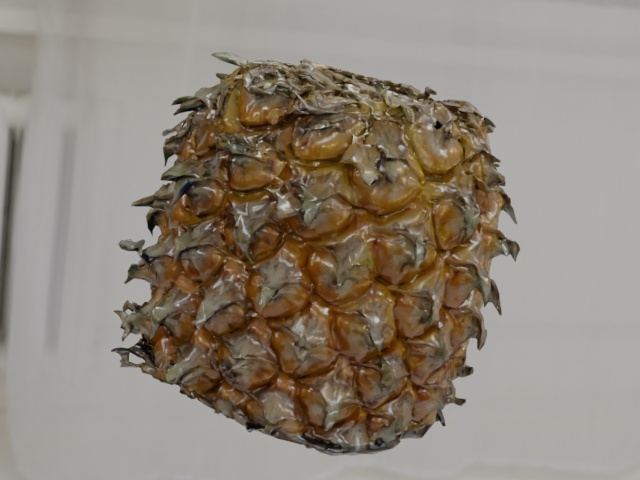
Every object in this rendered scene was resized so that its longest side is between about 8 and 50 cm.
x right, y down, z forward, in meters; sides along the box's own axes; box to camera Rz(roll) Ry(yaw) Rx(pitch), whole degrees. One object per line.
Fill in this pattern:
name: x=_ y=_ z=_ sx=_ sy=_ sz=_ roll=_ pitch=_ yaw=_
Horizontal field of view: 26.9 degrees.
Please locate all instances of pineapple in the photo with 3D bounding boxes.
pineapple: x=-0.001 y=-0.001 z=1.177 sx=0.352 sy=0.300 sz=0.352 roll=11 pitch=13 yaw=-3
